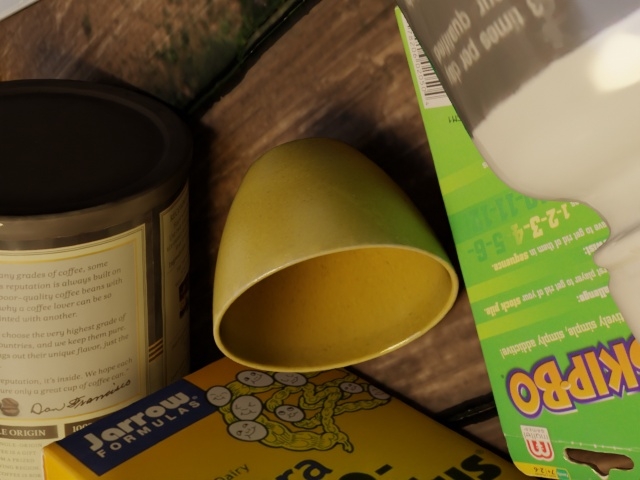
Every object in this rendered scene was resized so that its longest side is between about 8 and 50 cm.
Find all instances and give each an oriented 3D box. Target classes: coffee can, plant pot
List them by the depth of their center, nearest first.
[{"bbox_3d":[0.000,0.000,0.709,0.134,0.134,0.095,-53,41,48],"label":"plant pot"},{"bbox_3d":[-0.188,0.055,0.876,0.201,0.202,0.275,29,129,37],"label":"coffee can"}]

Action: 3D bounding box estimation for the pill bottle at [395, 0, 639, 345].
[{"bbox_3d":[0.108,-0.142,0.433,0.204,0.204,0.361,-35,81,51],"label":"pill bottle"}]

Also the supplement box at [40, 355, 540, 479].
[{"bbox_3d":[0.027,0.231,0.725,0.357,0.194,0.195,26,127,39],"label":"supplement box"}]

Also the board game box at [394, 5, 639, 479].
[{"bbox_3d":[0.119,-0.001,0.629,0.124,0.039,0.259,-2,104,50],"label":"board game box"}]

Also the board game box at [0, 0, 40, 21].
[{"bbox_3d":[-0.331,-0.343,0.957,0.390,0.050,0.389,-9,102,51],"label":"board game box"}]
